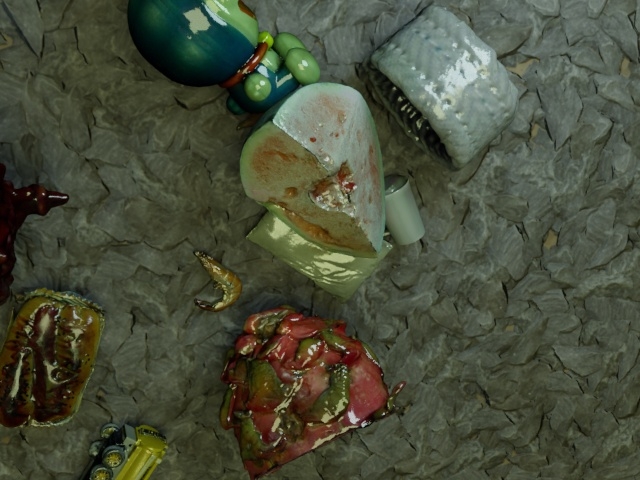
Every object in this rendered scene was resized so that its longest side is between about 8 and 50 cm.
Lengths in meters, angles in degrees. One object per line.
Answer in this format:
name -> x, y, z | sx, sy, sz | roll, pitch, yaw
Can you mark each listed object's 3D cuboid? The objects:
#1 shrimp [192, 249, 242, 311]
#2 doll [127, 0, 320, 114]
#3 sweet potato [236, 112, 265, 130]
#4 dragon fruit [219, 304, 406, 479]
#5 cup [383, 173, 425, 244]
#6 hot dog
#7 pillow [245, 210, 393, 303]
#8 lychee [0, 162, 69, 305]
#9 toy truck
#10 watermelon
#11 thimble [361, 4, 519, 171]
shrimp -> -0.198, 0.073, 1.376 | 0.091, 0.025, 0.127 | -35, 113, 1
doll -> -0.161, -0.309, 1.183 | 0.322, 0.198, 0.186 | 38, 103, -27
sweet potato -> -0.089, -0.211, 1.305 | 0.117, 0.049, 0.049 | -23, 110, 3
dragon fruit -> -0.034, 0.236, 1.358 | 0.314, 0.296, 0.263 | -26, 76, -1
cup -> 0.127, -0.051, 1.395 | 0.104, 0.074, 0.116 | -17, 116, 18
hot dog -> -0.469, 0.207, 1.327 | 0.162, 0.082, 0.270 | 17, 101, -18
pillow -> 0.000, 0.000, 1.384 | 0.229, 0.050, 0.148 | 35, 94, -14
lychee -> -0.599, -0.014, 1.057 | 0.500, 0.424, 0.425 | -19, 111, -33
toy truck -> -0.378, 0.437, 1.407 | 0.114, 0.098, 0.227 | 31, 96, -25
watermelon -> -0.012, -0.127, 1.268 | 0.175, 0.188, 0.322 | -1, 137, 25
thimble -> 0.201, -0.252, 1.275 | 0.157, 0.217, 0.245 | -42, 94, -2
